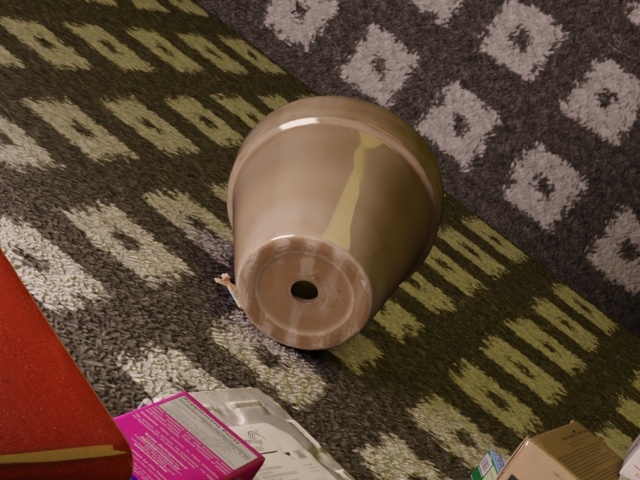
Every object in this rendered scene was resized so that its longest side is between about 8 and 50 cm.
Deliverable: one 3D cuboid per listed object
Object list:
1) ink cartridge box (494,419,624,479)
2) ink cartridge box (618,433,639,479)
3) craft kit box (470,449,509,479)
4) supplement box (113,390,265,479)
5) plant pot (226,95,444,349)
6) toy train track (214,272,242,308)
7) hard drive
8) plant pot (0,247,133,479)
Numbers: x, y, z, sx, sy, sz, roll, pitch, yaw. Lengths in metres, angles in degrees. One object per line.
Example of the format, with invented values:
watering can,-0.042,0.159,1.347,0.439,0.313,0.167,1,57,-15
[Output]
ink cartridge box,0.352,0.338,1.885,0.193,0.088,0.234,40,16,21
ink cartridge box,0.461,0.309,1.920,0.104,0.061,0.181,38,14,9
craft kit box,0.328,0.408,1.893,0.246,0.061,0.250,28,17,-14
supplement box,-0.158,0.229,1.315,0.114,0.111,0.220,39,15,15
plant pot,0.000,0.000,2.038,0.323,0.323,0.280,32,34,-9
toy train track,-0.121,0.069,2.035,0.048,0.014,0.083,24,20,-34
hard drive,-0.026,0.286,1.509,0.339,0.064,0.237,42,17,25
plant pot,-0.321,0.164,0.956,0.235,0.267,0.267,2,34,-40
